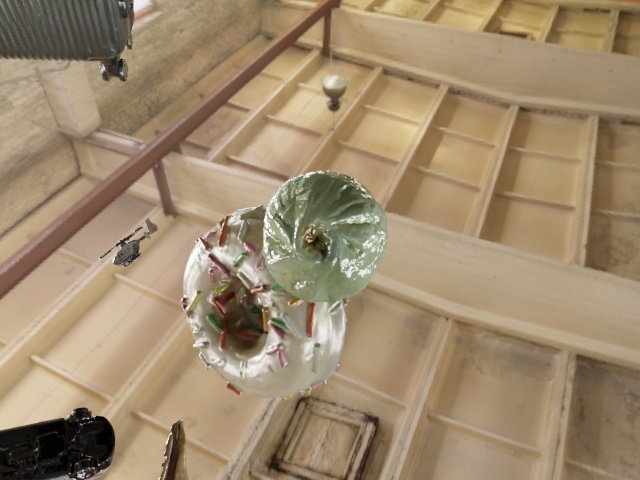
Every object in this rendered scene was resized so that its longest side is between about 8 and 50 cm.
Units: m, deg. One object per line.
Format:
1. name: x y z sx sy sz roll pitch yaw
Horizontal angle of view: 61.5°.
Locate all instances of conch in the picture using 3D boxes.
1. conch: -0.281 0.529 1.055 0.109 0.093 0.331 -7 -114 1

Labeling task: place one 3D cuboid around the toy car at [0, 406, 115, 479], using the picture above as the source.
1. toy car: -0.370 0.290 0.681 0.209 0.108 0.089 -6 -136 -25

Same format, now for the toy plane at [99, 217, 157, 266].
1. toy plane: -0.360 0.011 1.026 0.120 0.049 0.031 -41 -168 -16

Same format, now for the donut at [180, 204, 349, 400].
1. donut: -0.120 0.129 1.015 0.382 0.383 0.142 30 -148 29

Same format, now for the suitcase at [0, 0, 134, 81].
1. suitcase: -0.297 -0.311 0.523 0.202 0.312 0.128 -1 -127 -8

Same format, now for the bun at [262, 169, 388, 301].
1. bun: 0.000 0.000 0.772 0.195 0.196 0.118 8 -164 9
